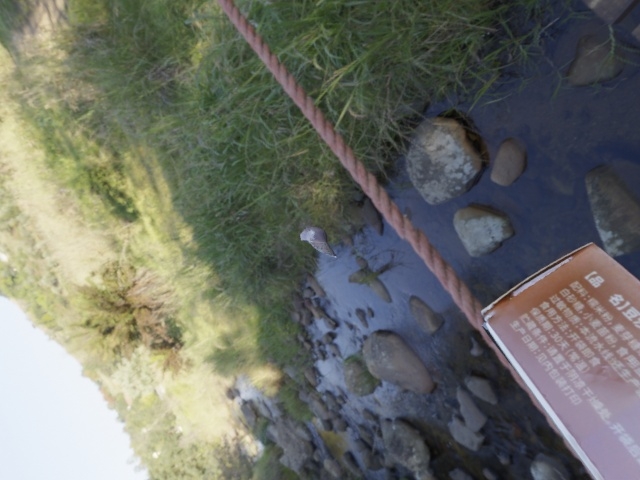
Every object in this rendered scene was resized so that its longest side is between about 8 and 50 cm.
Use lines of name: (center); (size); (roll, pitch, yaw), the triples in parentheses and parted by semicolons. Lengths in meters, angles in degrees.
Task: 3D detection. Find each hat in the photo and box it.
hat: (0.003, 0.000, 0.877); (0.087, 0.042, 0.058); (31, 180, 12)

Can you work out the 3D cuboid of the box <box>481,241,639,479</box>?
box: (0.333, 0.237, 0.360); (0.344, 0.122, 0.385); (43, -165, -42)
